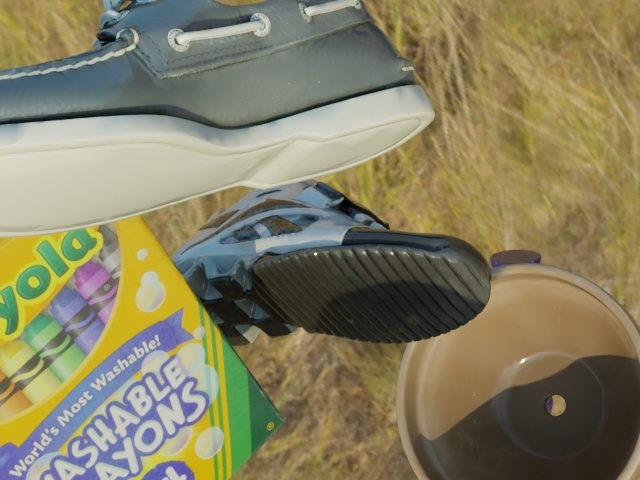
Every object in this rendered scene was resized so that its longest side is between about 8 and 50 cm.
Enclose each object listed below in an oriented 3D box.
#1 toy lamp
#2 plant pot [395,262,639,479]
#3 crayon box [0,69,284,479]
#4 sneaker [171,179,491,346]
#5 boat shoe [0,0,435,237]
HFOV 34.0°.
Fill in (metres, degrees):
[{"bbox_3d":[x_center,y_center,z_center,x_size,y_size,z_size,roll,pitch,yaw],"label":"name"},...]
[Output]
[{"bbox_3d":[0.283,0.154,1.462,0.080,0.275,0.080,-6,16,2],"label":"toy lamp"},{"bbox_3d":[0.196,0.146,0.951,0.237,0.109,0.237,-8,74,30],"label":"plant pot"},{"bbox_3d":[-0.179,0.080,0.683,0.203,0.323,0.083,-44,38,-18],"label":"crayon box"},{"bbox_3d":[0.000,0.000,0.863,0.330,0.122,0.146,-3,48,39],"label":"sneaker"},{"bbox_3d":[-0.079,-0.075,0.531,0.116,0.319,0.099,-32,75,49],"label":"boat shoe"}]
